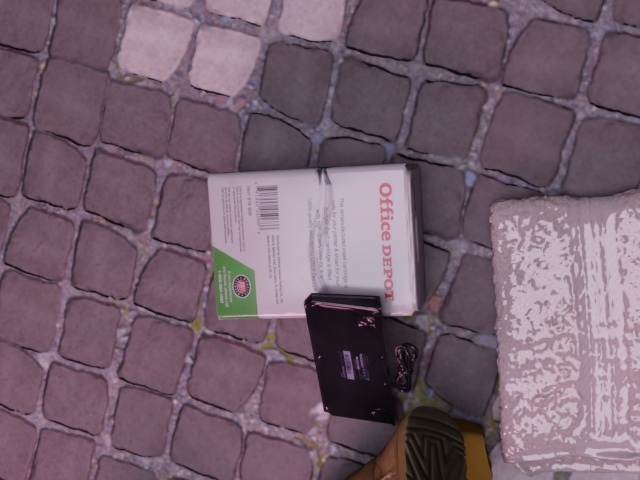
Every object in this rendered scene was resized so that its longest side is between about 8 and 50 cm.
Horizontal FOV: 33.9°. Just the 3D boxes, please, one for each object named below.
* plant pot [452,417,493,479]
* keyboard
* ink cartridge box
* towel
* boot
[{"bbox_3d":[0.130,0.223,1.068,0.083,0.081,0.081,-11,92,8],"label":"plant pot"},{"bbox_3d":[0.047,0.121,1.058,0.108,0.023,0.180,6,135,17],"label":"keyboard"},{"bbox_3d":[0.000,0.000,1.076,0.209,0.087,0.153,-1,95,15],"label":"ink cartridge box"},{"bbox_3d":[0.264,0.092,1.033,0.187,0.049,0.282,-4,94,15],"label":"towel"},{"bbox_3d":[0.045,0.309,0.979,0.089,0.236,0.269,25,134,-12],"label":"boot"}]
